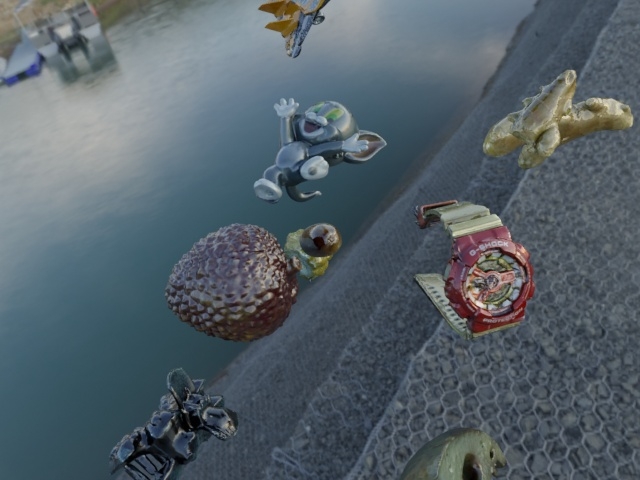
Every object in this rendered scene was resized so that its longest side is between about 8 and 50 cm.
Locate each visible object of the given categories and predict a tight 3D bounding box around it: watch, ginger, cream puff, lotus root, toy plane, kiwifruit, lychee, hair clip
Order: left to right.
[{"bbox_3d":[-0.314,0.408,1.272,0.206,0.194,0.310,-45,3,14],"label":"hair clip"},{"bbox_3d":[-0.164,0.085,1.120,0.271,0.236,0.236,-12,33,16],"label":"lychee"},{"bbox_3d":[-0.030,0.029,1.672,0.121,0.156,0.156,-23,27,34],"label":"cream puff"},{"bbox_3d":[0.000,0.000,1.243,0.075,0.075,0.124,-40,9,-26],"label":"kiwifruit"},{"bbox_3d":[0.004,-0.567,1.279,0.316,0.204,0.103,-28,-14,33],"label":"toy plane"},{"bbox_3d":[0.202,0.428,1.016,0.210,0.142,0.314,-35,-12,17],"label":"lotus root"},{"bbox_3d":[0.170,0.028,0.745,0.102,0.165,0.268,-13,17,-6],"label":"watch"},{"bbox_3d":[0.489,-0.280,1.287,0.115,0.081,0.205,10,73,55],"label":"ginger"},{"bbox_3d":[0.661,-0.324,1.639,0.348,0.363,0.122,-32,60,33],"label":"ginger"}]

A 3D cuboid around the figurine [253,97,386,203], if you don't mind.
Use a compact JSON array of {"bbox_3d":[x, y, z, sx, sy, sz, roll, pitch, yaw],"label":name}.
[{"bbox_3d":[-0.005,-0.156,1.056,0.193,0.140,0.265,17,66,21],"label":"figurine"}]
